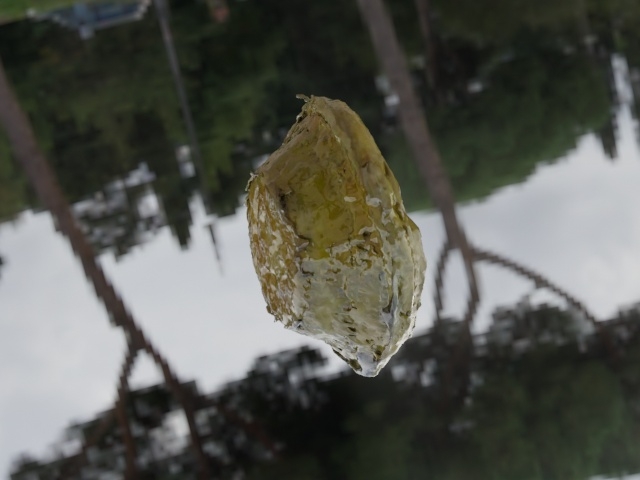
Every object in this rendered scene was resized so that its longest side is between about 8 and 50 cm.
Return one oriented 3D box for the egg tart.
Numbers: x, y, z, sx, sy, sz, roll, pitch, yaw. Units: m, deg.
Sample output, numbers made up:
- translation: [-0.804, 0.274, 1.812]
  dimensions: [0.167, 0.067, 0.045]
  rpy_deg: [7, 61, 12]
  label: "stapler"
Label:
- translation: [0.000, 0.001, 2.101]
  dimensions: [0.132, 0.341, 0.341]
  rpy_deg: [-14, -166, -21]
  label: "egg tart"
